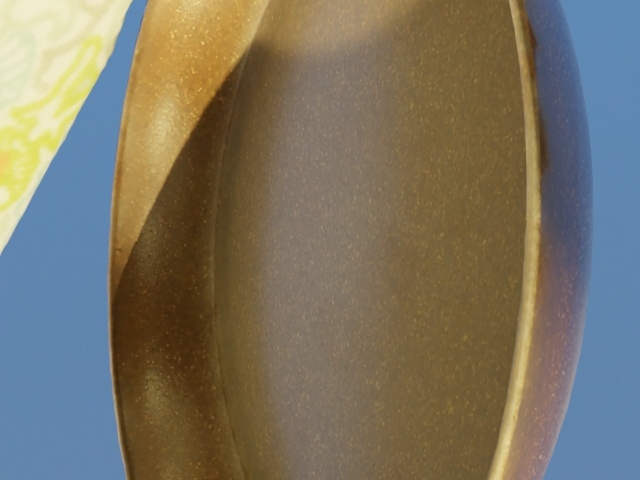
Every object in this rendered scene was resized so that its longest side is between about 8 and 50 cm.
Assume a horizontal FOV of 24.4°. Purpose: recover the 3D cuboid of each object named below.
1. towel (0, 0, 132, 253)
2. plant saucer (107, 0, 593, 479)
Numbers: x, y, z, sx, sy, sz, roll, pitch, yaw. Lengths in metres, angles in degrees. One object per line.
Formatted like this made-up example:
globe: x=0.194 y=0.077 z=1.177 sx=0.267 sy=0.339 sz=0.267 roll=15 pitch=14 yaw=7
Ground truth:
towel: x=-0.247 y=-0.026 z=0.491 sx=0.090 sy=0.320 sz=0.374 roll=45 pitch=-68 yaw=32
plant saucer: x=0.000 y=0.000 z=0.499 sx=0.050 sy=0.310 sz=0.310 roll=4 pitch=-114 yaw=-26
